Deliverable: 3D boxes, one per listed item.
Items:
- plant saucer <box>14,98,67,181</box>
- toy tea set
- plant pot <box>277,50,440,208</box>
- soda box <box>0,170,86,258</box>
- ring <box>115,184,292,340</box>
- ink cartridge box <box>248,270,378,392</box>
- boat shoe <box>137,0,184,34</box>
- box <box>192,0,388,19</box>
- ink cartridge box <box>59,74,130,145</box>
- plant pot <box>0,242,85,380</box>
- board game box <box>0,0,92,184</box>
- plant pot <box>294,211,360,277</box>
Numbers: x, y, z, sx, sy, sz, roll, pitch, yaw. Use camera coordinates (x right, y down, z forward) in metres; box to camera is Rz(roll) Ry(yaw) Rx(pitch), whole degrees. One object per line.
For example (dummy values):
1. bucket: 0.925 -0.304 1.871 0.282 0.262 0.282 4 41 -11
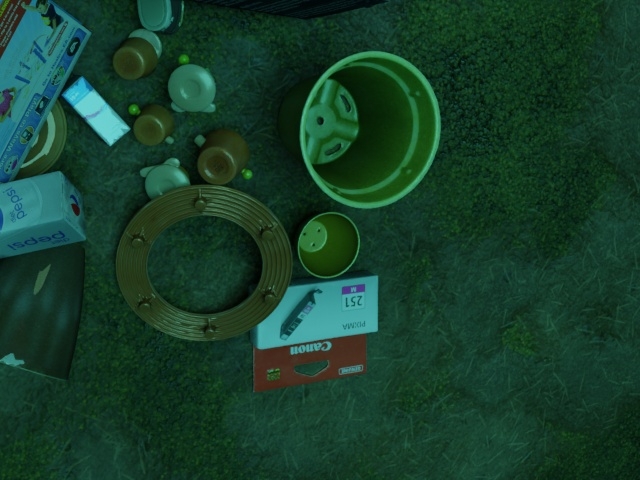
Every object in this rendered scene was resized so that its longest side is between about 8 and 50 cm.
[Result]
1. plant saucer: -0.542 -0.196 1.478 0.200 0.037 0.200 -6 104 -23
2. toy tea set: -0.256 -0.232 1.574 0.200 0.124 0.336 -11 112 10
3. plant pot: 0.044 -0.216 1.608 0.276 0.254 0.276 -5 103 -22
4. soda box: -0.543 -0.028 1.407 0.286 0.098 0.091 -12 67 4
5. ring: -0.219 0.053 1.615 0.336 0.032 0.336 -4 118 -7
6. ink cartridge box: -0.012 0.196 1.786 0.275 0.060 0.239 -6 103 -22
7. boat shoe: -0.285 -0.482 1.509 0.081 0.069 0.227 1 93 21
8. box: -0.137 -0.636 1.354 0.472 0.297 0.480 0 95 -34
9. ink cartridge box: -0.402 -0.229 1.501 0.052 0.088 0.122 -46 115 -8
10. plant pot: -0.506 0.102 1.485 0.215 0.215 0.230 24 78 -26
11. board game box: -0.516 -0.251 1.295 0.086 0.302 0.308 28 90 12
12. plant pot: 0.000 0.000 1.725 0.134 0.095 0.134 -5 104 -22
